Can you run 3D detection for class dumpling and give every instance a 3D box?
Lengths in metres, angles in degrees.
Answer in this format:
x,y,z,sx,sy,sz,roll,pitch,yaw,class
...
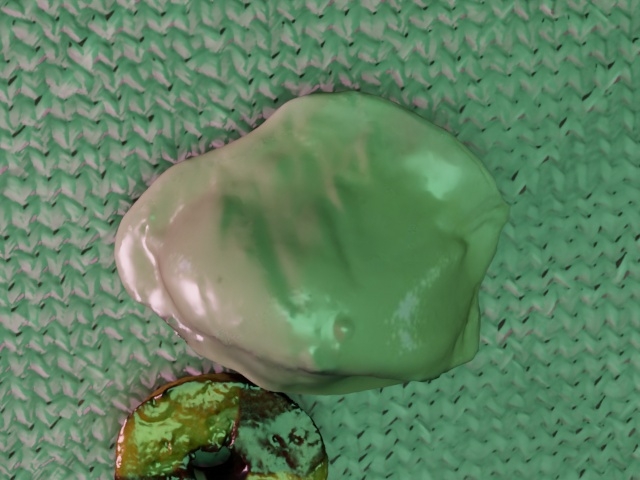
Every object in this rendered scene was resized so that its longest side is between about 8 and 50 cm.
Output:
x,y,z,sx,sy,sz,roll,pitch,yaw,class
0.000,0.000,1.378,0.318,0.187,0.242,15,107,-7,dumpling

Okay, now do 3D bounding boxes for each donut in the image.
x,y,z,sx,sy,sz,roll,pitch,yaw,class
-0.087,0.189,1.480,0.184,0.073,0.166,-4,107,-5,donut
